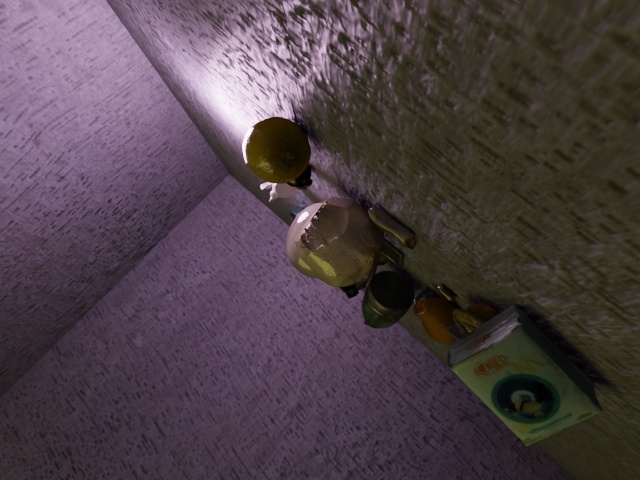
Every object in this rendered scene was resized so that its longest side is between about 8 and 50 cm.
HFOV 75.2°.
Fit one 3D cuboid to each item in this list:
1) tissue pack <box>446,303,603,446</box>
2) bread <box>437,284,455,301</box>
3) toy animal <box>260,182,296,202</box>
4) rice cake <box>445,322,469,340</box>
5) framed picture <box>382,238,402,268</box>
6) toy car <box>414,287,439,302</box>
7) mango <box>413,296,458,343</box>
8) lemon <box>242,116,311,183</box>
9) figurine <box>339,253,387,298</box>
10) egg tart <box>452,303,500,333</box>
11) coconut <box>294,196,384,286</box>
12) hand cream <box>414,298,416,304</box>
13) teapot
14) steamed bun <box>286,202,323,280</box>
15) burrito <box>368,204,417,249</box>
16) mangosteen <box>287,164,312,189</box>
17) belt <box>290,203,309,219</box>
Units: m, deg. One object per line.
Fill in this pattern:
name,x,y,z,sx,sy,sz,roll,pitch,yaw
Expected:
tissue pack,0.652,0.440,1.351,0.388,0.287,0.162,45,-154,-4
bread,0.531,0.220,1.748,0.088,0.033,0.049,45,-173,19
toy animal,-0.219,-0.290,2.257,0.127,0.178,0.193,50,168,-27
rice cake,0.608,0.432,1.610,0.365,0.056,0.072,44,180,-22
framed picture,0.282,0.015,1.958,0.274,0.017,0.217,41,171,18
toy car,0.518,0.301,2.002,0.191,0.097,0.100,51,176,-39
mango,0.553,0.364,1.890,0.359,0.187,0.144,51,-146,-40
lemon,-0.166,-0.335,1.551,0.245,0.245,0.320,48,172,-29
figurine,0.210,0.162,2.142,0.143,0.308,0.308,44,173,31
egg tart,0.625,0.331,1.563,0.288,0.118,0.288,40,171,8
coconut,0.097,0.017,1.715,0.360,0.346,0.346,39,172,-7
hand cream,0.614,0.421,2.306,0.121,0.076,0.336,55,173,-33
teapot,0.355,0.319,2.159,0.233,0.315,0.312,54,149,26
steamed bun,-0.004,0.001,2.039,0.334,0.374,0.334,19,-153,-10
burrito,0.265,-0.050,1.556,0.226,0.060,0.087,40,177,14
mangosteen,-0.098,-0.286,1.863,0.137,0.137,0.151,35,161,47
belt,-0.079,-0.133,2.600,0.267,0.116,0.206,35,166,31
